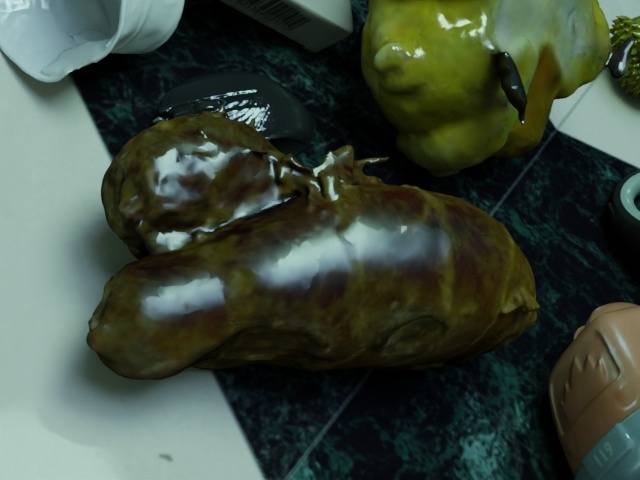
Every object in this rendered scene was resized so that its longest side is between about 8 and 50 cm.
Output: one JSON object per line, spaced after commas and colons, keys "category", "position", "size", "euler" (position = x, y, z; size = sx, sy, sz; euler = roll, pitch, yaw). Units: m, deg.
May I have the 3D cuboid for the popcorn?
{"category": "popcorn", "position": [0.154, -0.213, 1.185], "size": [0.316, 0.281, 0.297], "euler": [21, 81, -54]}

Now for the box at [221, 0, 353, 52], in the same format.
{"category": "box", "position": [-0.068, -0.402, 1.198], "size": [0.214, 0.069, 0.353], "euler": [19, 57, -48]}

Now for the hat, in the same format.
{"category": "hat", "position": [-0.206, -0.241, 1.030], "size": [0.126, 0.203, 0.203], "euler": [-7, 59, -54]}

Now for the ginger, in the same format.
{"category": "ginger", "position": [0.000, 0.000, 0.957], "size": [0.418, 0.176, 0.254], "euler": [4, 61, -23]}

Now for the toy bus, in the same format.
{"category": "toy bus", "position": [0.352, 0.160, 1.057], "size": [0.287, 0.194, 0.232], "euler": [2, 44, -30]}

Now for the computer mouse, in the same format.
{"category": "computer mouse", "position": [-0.078, -0.123, 1.081], "size": [0.172, 0.057, 0.099], "euler": [-3, 60, -29]}

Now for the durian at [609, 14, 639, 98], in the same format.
{"category": "durian", "position": [0.446, -0.234, 1.476], "size": [0.146, 0.102, 0.208], "euler": [44, 18, 29]}

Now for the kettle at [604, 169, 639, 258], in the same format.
{"category": "kettle", "position": [0.453, -0.027, 1.286], "size": [0.221, 0.161, 0.236], "euler": [27, 42, 28]}
